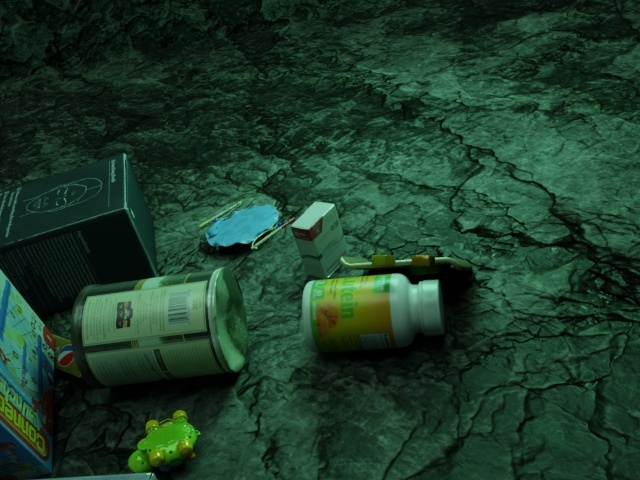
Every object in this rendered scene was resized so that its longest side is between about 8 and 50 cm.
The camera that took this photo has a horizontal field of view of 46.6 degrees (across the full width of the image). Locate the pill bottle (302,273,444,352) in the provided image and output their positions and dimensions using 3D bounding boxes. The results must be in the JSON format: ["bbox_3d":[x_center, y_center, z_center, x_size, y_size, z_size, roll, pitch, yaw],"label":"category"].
[{"bbox_3d":[0.100,0.132,1.369,0.246,0.136,0.136,-6,35,13],"label":"pill bottle"}]

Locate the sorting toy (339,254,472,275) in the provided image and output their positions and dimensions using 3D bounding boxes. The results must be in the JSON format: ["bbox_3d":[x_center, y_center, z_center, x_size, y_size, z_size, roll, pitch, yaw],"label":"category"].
[{"bbox_3d":[0.158,0.052,1.411,0.229,0.041,0.307,0,-3,18],"label":"sorting toy"}]

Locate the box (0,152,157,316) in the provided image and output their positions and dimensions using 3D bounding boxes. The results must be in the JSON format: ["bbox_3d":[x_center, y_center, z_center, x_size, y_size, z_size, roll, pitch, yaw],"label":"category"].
[{"bbox_3d":[-0.613,-0.006,1.771,0.396,0.211,0.293,-18,34,-3],"label":"box"}]

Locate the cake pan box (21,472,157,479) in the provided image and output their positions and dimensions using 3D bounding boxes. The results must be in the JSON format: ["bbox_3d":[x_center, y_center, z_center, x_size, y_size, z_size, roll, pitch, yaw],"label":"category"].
[{"bbox_3d":[-0.388,0.480,1.119,0.246,0.070,0.266,-9,34,12],"label":"cake pan box"}]

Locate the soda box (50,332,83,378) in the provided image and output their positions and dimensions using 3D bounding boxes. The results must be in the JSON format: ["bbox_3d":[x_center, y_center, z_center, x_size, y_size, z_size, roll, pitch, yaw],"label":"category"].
[{"bbox_3d":[-0.515,0.233,1.508,0.181,0.058,0.061,11,74,34],"label":"soda box"}]

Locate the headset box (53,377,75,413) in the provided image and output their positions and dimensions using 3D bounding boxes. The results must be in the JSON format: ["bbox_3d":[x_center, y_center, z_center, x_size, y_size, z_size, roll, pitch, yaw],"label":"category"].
[{"bbox_3d":[-0.536,0.301,1.460,0.083,0.032,0.062,3,37,25],"label":"headset box"}]

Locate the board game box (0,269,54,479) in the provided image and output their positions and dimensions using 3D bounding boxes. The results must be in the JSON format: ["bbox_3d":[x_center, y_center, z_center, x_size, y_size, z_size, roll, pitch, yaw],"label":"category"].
[{"bbox_3d":[-0.568,0.218,1.290,0.086,0.308,0.301,-16,49,-2],"label":"board game box"}]

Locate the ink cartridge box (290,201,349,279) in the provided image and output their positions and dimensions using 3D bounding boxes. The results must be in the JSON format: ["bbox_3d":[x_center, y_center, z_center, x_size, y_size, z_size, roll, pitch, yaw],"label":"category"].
[{"bbox_3d":[0.000,0.000,1.598,0.056,0.135,0.099,10,41,37],"label":"ink cartridge box"}]

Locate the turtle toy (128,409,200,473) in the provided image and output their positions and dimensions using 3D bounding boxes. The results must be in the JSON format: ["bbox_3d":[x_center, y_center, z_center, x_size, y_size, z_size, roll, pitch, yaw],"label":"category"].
[{"bbox_3d":[-0.264,0.351,1.255,0.130,0.066,0.095,-19,34,-6],"label":"turtle toy"}]

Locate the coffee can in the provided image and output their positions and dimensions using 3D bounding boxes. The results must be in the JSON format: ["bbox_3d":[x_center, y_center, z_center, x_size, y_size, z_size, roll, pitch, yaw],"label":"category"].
[{"bbox_3d":[-0.299,0.167,1.413,0.276,0.201,0.201,-8,35,9],"label":"coffee can"}]

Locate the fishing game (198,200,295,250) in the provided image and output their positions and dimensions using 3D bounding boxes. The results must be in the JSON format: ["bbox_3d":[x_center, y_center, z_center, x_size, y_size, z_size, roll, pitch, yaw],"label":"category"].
[{"bbox_3d":[-0.186,-0.028,1.797,0.189,0.041,0.264,-36,31,-29],"label":"fishing game"}]
